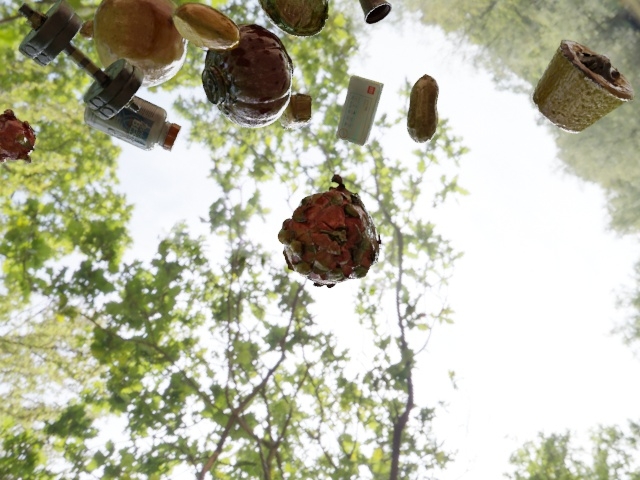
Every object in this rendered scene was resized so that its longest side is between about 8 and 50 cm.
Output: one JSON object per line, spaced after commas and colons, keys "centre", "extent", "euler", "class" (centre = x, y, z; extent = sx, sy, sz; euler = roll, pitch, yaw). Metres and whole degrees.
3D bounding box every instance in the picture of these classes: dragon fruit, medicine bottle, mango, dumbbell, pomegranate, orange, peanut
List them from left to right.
{"centre": [-0.735, -0.245, 1.331], "extent": [0.112, 0.068, 0.126], "euler": [-6, -103, -5], "class": "dragon fruit"}
{"centre": [-0.658, -0.495, 1.576], "extent": [0.388, 0.185, 0.185], "euler": [43, -152, -37], "class": "dumbbell"}
{"centre": [-0.723, -0.789, 2.197], "extent": [0.410, 0.410, 0.410], "euler": [30, -144, -25], "class": "pomegranate"}
{"centre": [-0.609, -0.393, 1.867], "extent": [0.289, 0.157, 0.157], "euler": [24, -143, -13], "class": "medicine bottle"}
{"centre": [-0.279, -0.541, 1.434], "extent": [0.217, 0.102, 0.141], "euler": [33, 173, 35], "class": "mango"}
{"centre": [-0.075, -0.779, 1.710], "extent": [0.263, 0.196, 0.334], "euler": [14, -100, -40], "class": "orange"}
{"centre": [0.000, 0.000, 1.622], "extent": [0.314, 0.296, 0.263], "euler": [65, -158, -3], "class": "dragon fruit"}
{"centre": [0.320, -0.407, 1.762], "extent": [0.108, 0.095, 0.226], "euler": [20, -107, -60], "class": "peanut"}

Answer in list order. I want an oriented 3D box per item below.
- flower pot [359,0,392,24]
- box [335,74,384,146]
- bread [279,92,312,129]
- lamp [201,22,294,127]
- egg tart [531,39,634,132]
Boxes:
{"centre": [0.185, -0.831, 1.996], "extent": [0.111, 0.111, 0.089], "euler": [-11, -107, -53], "class": "flower pot"}
{"centre": [0.159, -0.531, 2.330], "extent": [0.135, 0.269, 0.079], "euler": [20, -156, 15], "class": "box"}
{"centre": [-0.112, -0.568, 2.494], "extent": [0.107, 0.241, 0.136], "euler": [0, -86, -16], "class": "bread"}
{"centre": [-0.215, -0.486, 1.689], "extent": [0.257, 0.303, 0.303], "euler": [-25, -107, -29], "class": "lamp"}
{"centre": [0.615, -0.361, 1.344], "extent": [0.215, 0.171, 0.215], "euler": [19, -138, -18], "class": "egg tart"}
